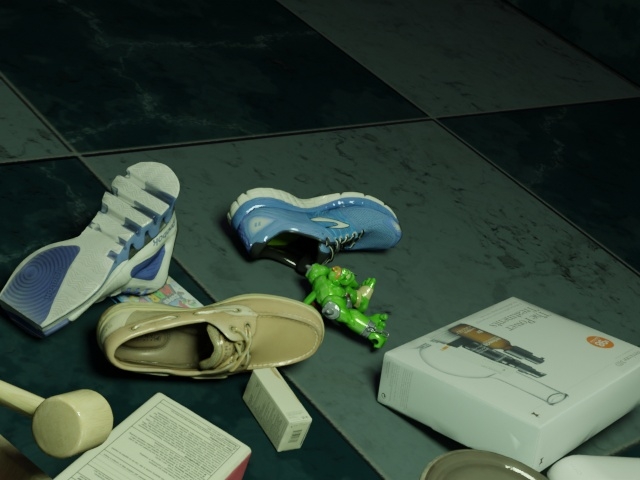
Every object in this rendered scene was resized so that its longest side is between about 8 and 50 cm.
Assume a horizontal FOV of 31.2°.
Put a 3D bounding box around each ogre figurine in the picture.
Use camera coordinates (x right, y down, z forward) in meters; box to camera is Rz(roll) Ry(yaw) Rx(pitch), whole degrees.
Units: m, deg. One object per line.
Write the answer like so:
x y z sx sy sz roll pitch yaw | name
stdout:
0.039 0.100 1.917 0.118 0.097 0.197 25 40 -30 | ogre figurine

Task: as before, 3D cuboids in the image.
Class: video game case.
-0.263 0.093 1.813 0.166 0.015 0.119 38 34 27 | video game case

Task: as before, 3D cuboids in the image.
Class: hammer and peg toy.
-0.341 0.268 1.150 0.266 0.361 0.127 33 12 22 | hammer and peg toy

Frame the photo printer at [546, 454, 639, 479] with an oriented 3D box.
0.487 0.395 1.627 0.307 0.107 0.256 7 11 -21 | photo printer

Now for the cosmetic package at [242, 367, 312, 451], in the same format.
-0.063 0.242 1.648 0.041 0.060 0.115 -2 38 -35 | cosmetic package

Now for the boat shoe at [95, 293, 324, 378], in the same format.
-0.149 0.153 1.665 0.341 0.122 0.110 -2 18 -18 | boat shoe

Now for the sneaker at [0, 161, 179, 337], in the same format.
-0.315 0.045 1.731 0.127 0.182 0.315 34 67 25 | sneaker

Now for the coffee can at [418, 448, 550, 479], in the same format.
0.158 0.405 1.297 0.201 0.275 0.201 16 30 -9 | coffee can

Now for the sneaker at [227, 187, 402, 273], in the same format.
0.000 0.000 2.048 0.330 0.130 0.147 0 50 -25 | sneaker

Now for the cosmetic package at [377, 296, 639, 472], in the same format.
0.318 0.218 1.820 0.284 0.097 0.377 25 27 35 | cosmetic package

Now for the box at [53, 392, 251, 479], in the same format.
-0.212 0.313 1.372 0.148 0.127 0.232 29 31 14 | box
